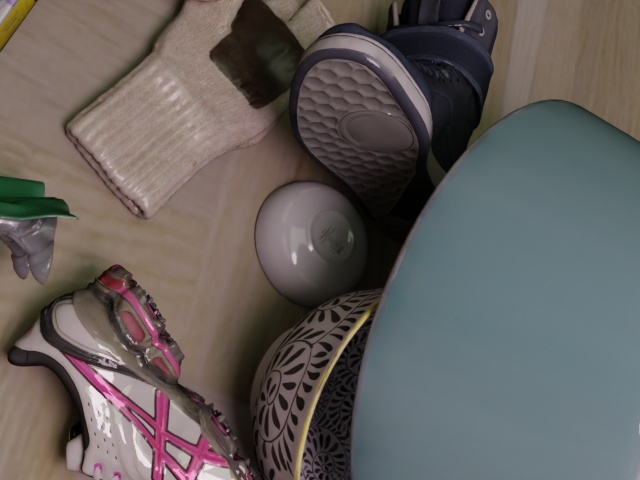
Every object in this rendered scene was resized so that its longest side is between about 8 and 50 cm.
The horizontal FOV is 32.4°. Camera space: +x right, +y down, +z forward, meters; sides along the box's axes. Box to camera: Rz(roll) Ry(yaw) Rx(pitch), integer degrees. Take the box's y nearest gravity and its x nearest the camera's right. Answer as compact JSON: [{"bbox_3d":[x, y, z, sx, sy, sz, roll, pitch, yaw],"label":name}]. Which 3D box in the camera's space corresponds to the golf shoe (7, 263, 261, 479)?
[{"bbox_3d":[-0.093,0.110,0.598,0.086,0.067,0.186,-33,97,-12],"label":"golf shoe"}]

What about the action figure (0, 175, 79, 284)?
[{"bbox_3d":[-0.239,-0.024,0.500,0.232,0.137,0.064,13,84,-24],"label":"action figure"}]

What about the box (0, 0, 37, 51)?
[{"bbox_3d":[-0.181,-0.173,0.575,0.105,0.043,0.179,33,75,-6],"label":"box"}]

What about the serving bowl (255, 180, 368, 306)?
[{"bbox_3d":[0.000,0.000,0.707,0.083,0.027,0.083,9,74,-34],"label":"serving bowl"}]

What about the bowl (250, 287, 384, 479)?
[{"bbox_3d":[0.012,0.095,0.643,0.170,0.080,0.170,-26,125,-45],"label":"bowl"}]

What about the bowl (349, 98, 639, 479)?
[{"bbox_3d":[0.175,0.085,0.645,0.311,0.163,0.312,-27,125,-45],"label":"bowl"}]

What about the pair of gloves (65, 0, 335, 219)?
[{"bbox_3d":[-0.102,-0.160,0.665,0.204,0.042,0.240,-40,101,-35],"label":"pair of gloves"}]

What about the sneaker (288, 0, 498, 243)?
[{"bbox_3d":[0.052,-0.112,0.694,0.226,0.086,0.164,53,46,-61],"label":"sneaker"}]
